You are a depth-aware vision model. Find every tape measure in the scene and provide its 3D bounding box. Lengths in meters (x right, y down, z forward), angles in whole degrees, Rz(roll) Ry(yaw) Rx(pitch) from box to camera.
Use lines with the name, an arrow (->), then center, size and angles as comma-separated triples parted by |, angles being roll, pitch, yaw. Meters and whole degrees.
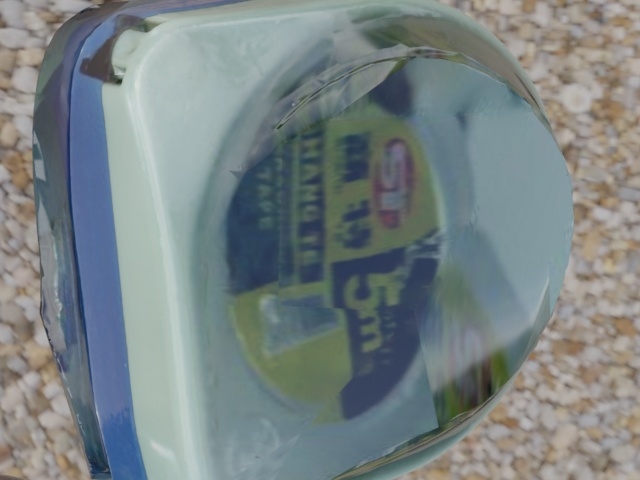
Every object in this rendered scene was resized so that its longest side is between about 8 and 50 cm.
tape measure -> -0.001, 0.001, 0.838 | 0.262, 0.138, 0.259 | -12, 108, -25

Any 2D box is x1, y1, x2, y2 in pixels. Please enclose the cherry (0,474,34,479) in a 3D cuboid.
cherry -> -0.197, 0.216, 0.891 | 0.195, 0.195, 0.195 | -3, 99, -19
